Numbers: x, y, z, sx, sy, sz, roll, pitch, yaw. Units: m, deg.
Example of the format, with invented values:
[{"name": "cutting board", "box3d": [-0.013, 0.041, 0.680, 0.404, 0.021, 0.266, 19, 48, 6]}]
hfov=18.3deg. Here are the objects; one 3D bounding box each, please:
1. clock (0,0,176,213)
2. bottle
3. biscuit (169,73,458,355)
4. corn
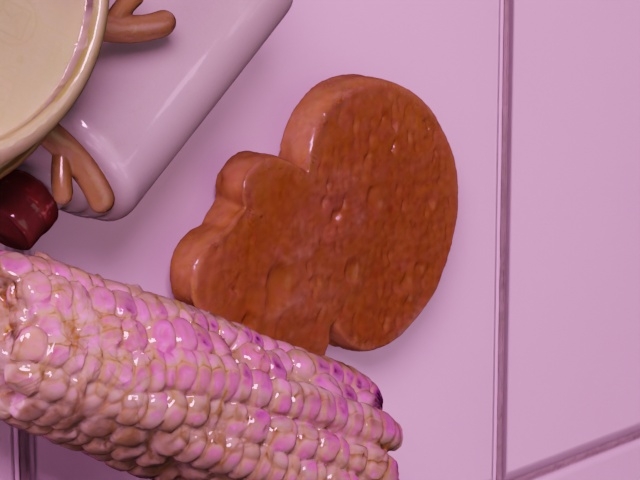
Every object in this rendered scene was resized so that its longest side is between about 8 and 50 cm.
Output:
[{"name": "clock", "box3d": [-0.209, -0.130, 1.020, 0.308, 0.096, 0.235, 26, 75, -32]}, {"name": "bottle", "box3d": [-0.118, -0.092, 1.180, 0.245, 0.104, 0.104, -54, 133, -28]}, {"name": "biscuit", "box3d": [-0.001, 0.000, 1.381, 0.289, 0.044, 0.202, -36, 123, -38]}, {"name": "corn", "box3d": [-0.080, 0.094, 1.201, 0.335, 0.127, 0.126, 29, 74, -43]}]
